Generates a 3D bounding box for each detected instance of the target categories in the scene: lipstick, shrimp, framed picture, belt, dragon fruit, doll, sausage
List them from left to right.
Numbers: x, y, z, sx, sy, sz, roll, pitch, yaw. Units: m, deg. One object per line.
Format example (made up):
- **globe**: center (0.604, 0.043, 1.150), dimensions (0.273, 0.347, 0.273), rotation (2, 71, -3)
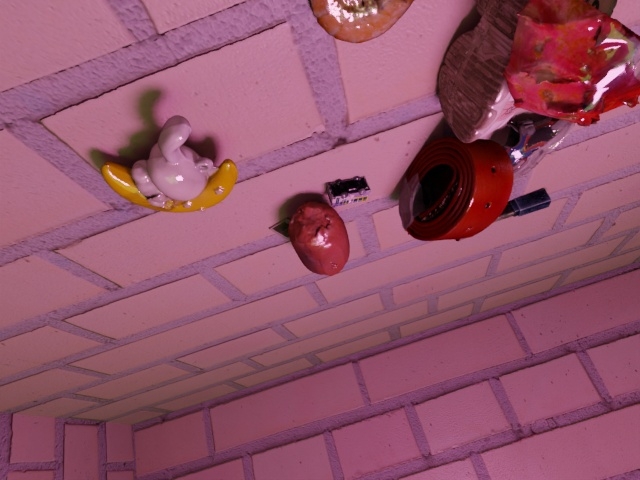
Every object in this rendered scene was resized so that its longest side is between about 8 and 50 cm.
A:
- **doll**: center (-0.276, -0.127, 0.826), dimensions (0.237, 0.111, 0.252), rotation (-10, 157, 21)
- **framed picture**: center (-0.092, -0.033, 1.197), dimensions (0.066, 0.007, 0.089), rotation (-27, 150, 19)
- **sausage**: center (0.000, 0.000, 1.155), dimensions (0.152, 0.152, 0.280), rotation (-18, 153, 2)
- **shrimp**: center (0.108, -0.402, 0.602), dimensions (0.296, 0.058, 0.169), rotation (-32, 146, 33)
- **belt**: center (0.307, -0.116, 1.041), dimensions (0.115, 0.228, 0.324), rotation (-2, 161, -21)
- **lipstick**: center (0.594, -0.090, 1.431), dimensions (0.312, 0.051, 0.051), rotation (-19, 153, 8)
- **dragon fruit**: center (0.386, -0.228, 0.632), dimensions (0.273, 0.126, 0.161), rotation (17, 131, -25)

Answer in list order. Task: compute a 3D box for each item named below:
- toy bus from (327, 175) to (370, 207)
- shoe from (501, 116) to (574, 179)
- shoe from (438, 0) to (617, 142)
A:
- **toy bus**: center (0.068, -0.121, 1.082), dimensions (0.102, 0.052, 0.058), rotation (-13, 151, -12)
- **shoe**: center (0.508, -0.261, 1.052), dimensions (0.228, 0.125, 0.099), rotation (-50, -179, 10)
- **shoe**: center (0.357, -0.320, 0.754), dimensions (0.198, 0.172, 0.351), rotation (-8, 150, -17)
